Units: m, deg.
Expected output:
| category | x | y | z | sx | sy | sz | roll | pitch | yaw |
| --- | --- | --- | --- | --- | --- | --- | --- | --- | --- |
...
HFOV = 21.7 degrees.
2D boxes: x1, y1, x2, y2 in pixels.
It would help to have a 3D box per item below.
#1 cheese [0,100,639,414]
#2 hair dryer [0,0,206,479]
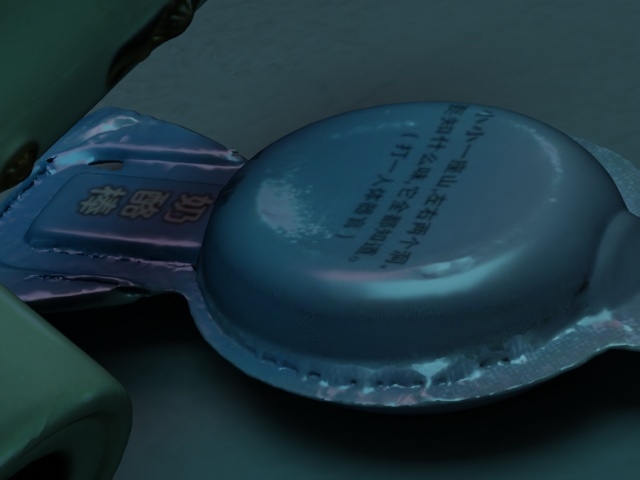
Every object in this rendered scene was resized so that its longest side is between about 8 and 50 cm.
| category | x | y | z | sx | sy | sz | roll | pitch | yaw |
| --- | --- | --- | --- | --- | --- | --- | --- | --- | --- |
| cheese | 0.000 | 0.000 | 0.517 | 0.245 | 0.052 | 0.135 | 6 | 39 | 27 |
| hair dryer | -0.085 | -0.052 | 0.461 | 0.203 | 0.128 | 0.362 | 38 | 66 | 12 |
